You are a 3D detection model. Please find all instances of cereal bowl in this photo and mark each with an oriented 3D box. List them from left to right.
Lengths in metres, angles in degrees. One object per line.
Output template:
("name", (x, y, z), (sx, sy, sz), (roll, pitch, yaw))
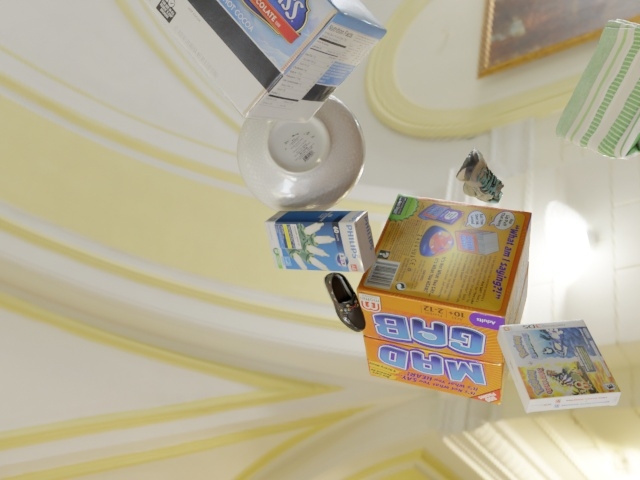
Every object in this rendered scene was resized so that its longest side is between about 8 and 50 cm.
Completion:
("cereal bowl", (-0.052, -0.236, 1.934), (0.141, 0.338, 0.339), (70, -171, -83))

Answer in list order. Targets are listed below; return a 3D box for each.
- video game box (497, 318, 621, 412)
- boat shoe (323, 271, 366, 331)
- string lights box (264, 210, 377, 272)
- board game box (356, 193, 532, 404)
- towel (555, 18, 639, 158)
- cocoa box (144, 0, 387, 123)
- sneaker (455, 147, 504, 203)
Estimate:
("video game box", (0.479, 0.250, 1.545), (0.205, 0.187, 0.048), (-100, 6, -51))
("boat shoe", (0.051, 0.122, 1.488), (0.049, 0.042, 0.133), (-31, -85, -20))
("string lights box", (0.000, 0.000, 1.852), (0.077, 0.259, 0.133), (-39, -57, -49))
("board game box", (0.332, 0.146, 1.968), (0.356, 0.356, 0.357), (79, -151, -43))
("towel", (0.540, -0.277, 1.366), (0.038, 0.248, 0.325), (21, -166, -11))
("cocoa box", (-0.105, -0.398, 1.263), (0.347, 0.228, 0.231), (50, -157, 11))
("sneaker", (0.499, -0.189, 2.301), (0.110, 0.122, 0.283), (-57, -24, -1))
